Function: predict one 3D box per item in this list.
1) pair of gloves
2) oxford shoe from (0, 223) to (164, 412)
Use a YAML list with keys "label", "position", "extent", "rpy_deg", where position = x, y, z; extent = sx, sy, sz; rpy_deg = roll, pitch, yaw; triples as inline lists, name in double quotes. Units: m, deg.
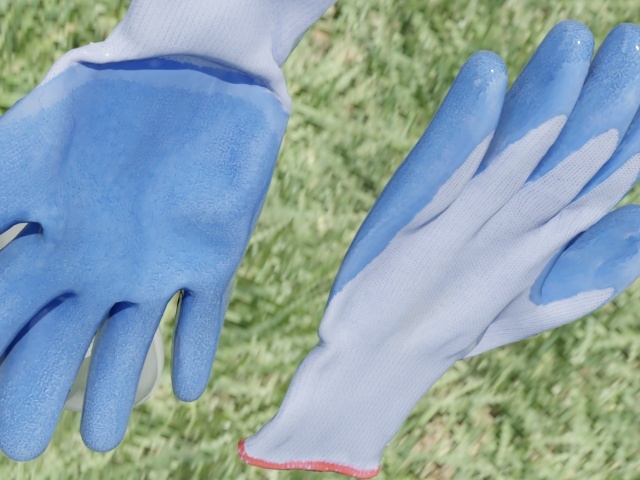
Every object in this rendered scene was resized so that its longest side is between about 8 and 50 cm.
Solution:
- label: "pair of gloves"
  position: [0.000, 0.000, 0.451]
  extent: [0.198, 0.159, 0.023]
  rpy_deg: [15, 32, -35]
- label: "oxford shoe"
  position: [-0.235, 0.037, 1.288]
  extent: [0.169, 0.449, 0.130]
  rpy_deg: [-13, 58, 10]
